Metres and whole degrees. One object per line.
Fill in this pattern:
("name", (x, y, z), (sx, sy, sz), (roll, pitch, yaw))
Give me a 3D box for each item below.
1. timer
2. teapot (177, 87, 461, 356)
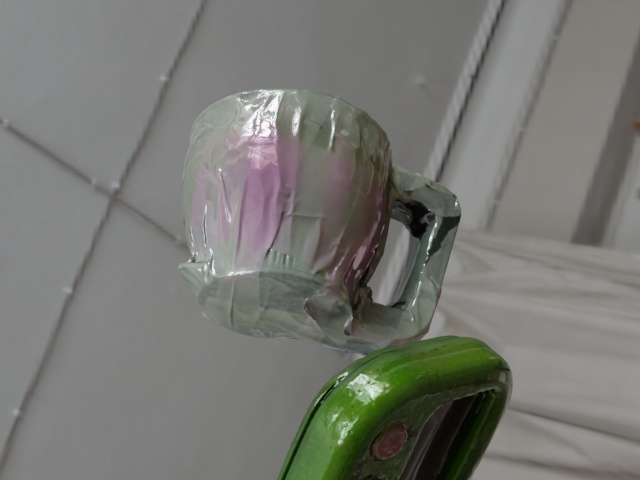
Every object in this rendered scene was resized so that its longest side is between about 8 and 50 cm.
("timer", (0.035, 0.112, 0.640), (0.128, 0.047, 0.140), (-6, -52, -44))
("teapot", (-0.012, 0.003, 0.977), (0.221, 0.163, 0.178), (34, -129, -41))
